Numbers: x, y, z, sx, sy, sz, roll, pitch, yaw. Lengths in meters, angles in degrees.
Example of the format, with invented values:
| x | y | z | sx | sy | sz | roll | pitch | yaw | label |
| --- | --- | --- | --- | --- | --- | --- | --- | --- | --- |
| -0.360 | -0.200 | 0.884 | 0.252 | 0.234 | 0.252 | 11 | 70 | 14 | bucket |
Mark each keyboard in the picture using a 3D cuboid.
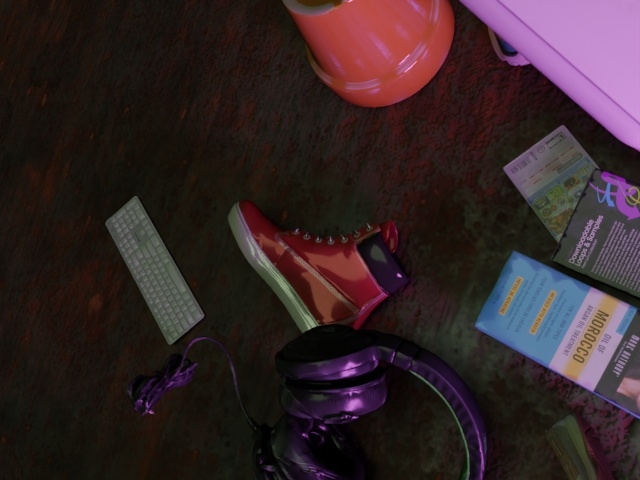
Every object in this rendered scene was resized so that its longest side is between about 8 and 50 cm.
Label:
| x | y | z | sx | sy | sz | roll | pitch | yaw | label |
| --- | --- | --- | --- | --- | --- | --- | --- | --- | --- |
| -0.262 | 0.041 | 1.087 | 0.072 | 0.014 | 0.256 | -42 | 62 | 13 | keyboard |

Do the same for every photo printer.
| x | y | z | sx | sy | sz | roll | pitch | yaw | label |
| --- | --- | --- | --- | --- | --- | --- | --- | --- | --- |
| 0.339 | -0.255 | 0.724 | 0.307 | 0.107 | 0.256 | 42 | 96 | 1 | photo printer |

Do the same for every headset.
| x | y | z | sx | sy | sz | roll | pitch | yaw | label |
| --- | --- | --- | --- | --- | --- | --- | --- | --- | --- |
| -0.013 | 0.212 | 0.789 | 0.394 | 0.185 | 0.244 | 18 | 103 | 17 | headset |

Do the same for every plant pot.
| x | y | z | sx | sy | sz | roll | pitch | yaw | label |
| --- | --- | --- | --- | --- | --- | --- | --- | --- | --- |
| 0.048 | -0.303 | 0.902 | 0.205 | 0.188 | 0.205 | -7 | 75 | 27 | plant pot |

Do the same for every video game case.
| x | y | z | sx | sy | sz | roll | pitch | yaw | label |
| --- | --- | --- | --- | --- | --- | --- | --- | --- | --- |
| 0.284 | -0.065 | 0.818 | 0.087 | 0.011 | 0.122 | -37 | 63 | 15 | video game case |

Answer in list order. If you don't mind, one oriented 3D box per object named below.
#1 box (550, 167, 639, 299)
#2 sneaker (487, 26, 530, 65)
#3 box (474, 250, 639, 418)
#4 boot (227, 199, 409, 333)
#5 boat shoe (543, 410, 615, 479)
| x | y | z | sx | sy | sz | roll | pitch | yaw | label |
| --- | --- | --- | --- | --- | --- | --- | --- | --- | --- |
| 0.348 | 0.003 | 0.749 | 0.162 | 0.029 | 0.116 | 27 | 93 | 24 | box |
| 0.231 | -0.355 | 0.861 | 0.107 | 0.110 | 0.276 | -19 | 69 | 23 | sneaker |
| 0.296 | 0.110 | 0.740 | 0.244 | 0.060 | 0.101 | 28 | 92 | 31 | box |
| 0.000 | 0.000 | 0.917 | 0.176 | 0.088 | 0.244 | -45 | 70 | 11 | boot |
| 0.265 | 0.243 | 0.700 | 0.048 | 0.056 | 0.153 | -38 | 29 | 24 | boat shoe |
